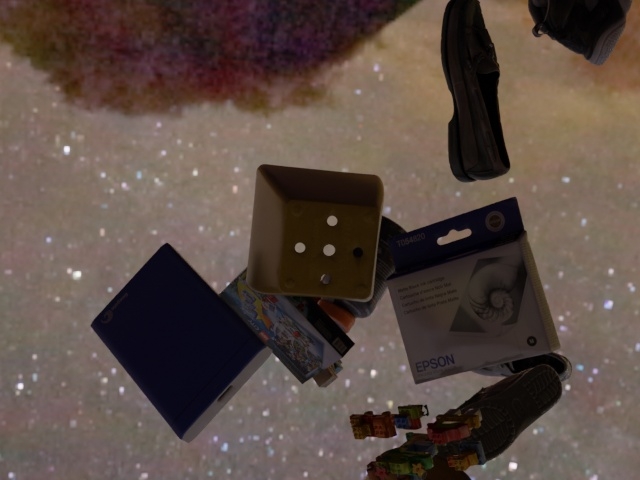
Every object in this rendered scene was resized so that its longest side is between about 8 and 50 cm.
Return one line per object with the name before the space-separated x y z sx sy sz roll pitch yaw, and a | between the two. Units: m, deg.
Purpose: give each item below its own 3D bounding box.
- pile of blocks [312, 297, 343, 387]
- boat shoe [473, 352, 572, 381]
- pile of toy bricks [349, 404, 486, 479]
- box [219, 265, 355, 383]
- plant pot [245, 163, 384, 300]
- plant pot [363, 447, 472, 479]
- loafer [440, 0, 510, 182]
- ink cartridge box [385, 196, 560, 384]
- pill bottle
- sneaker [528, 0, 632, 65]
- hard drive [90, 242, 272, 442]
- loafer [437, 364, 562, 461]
pile of blocks | 0.022 0.232 2.406 0.149 0.112 0.362 44 -167 -26
boat shoe | 0.386 0.236 1.965 0.227 0.079 0.081 7 168 18
pile of toy bricks | 0.117 0.290 1.332 0.212 0.118 0.105 -8 -169 39
box | -0.065 0.142 1.788 0.233 0.159 0.044 47 -128 -2
plant pot | 0.000 0.000 1.560 0.212 0.212 0.187 5 -172 -8
plant pot | 0.125 0.456 1.485 0.254 0.239 0.254 14 -159 -5
loafer | 0.233 -0.218 1.411 0.084 0.268 0.096 -1 -176 42
ink cartridge box | 0.206 0.074 1.406 0.223 0.224 0.045 -20 171 31
pill bottle | 0.083 0.073 2.068 0.130 0.130 0.246 21 -112 34
sneaker | 0.429 -0.420 1.599 0.153 0.269 0.101 19 158 2
hard drive | -0.252 0.171 1.728 0.318 0.210 0.040 41 178 36
loafer | 0.279 0.286 1.590 0.251 0.094 0.087 -24 178 -24
